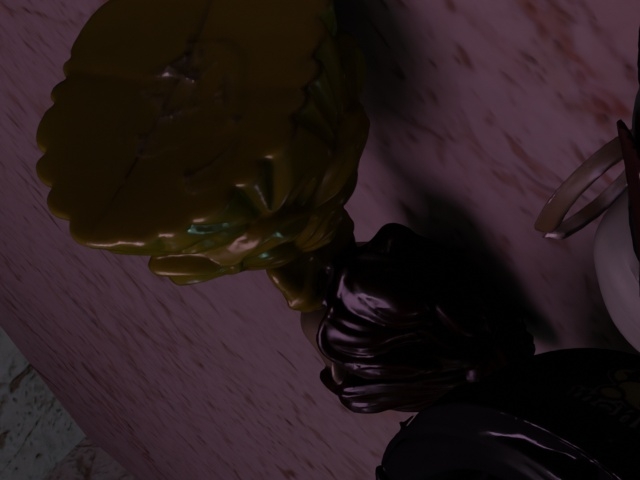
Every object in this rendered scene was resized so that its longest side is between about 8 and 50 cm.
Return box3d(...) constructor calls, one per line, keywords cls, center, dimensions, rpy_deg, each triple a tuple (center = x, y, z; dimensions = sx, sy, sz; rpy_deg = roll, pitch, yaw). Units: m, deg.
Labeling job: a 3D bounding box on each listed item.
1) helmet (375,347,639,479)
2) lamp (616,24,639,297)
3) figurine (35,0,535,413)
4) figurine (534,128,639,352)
box3d(cls="helmet", center=(0.159, 0.147, 0.916), dimensions=(0.230, 0.160, 0.279), rpy_deg=(36, 147, 26))
box3d(cls="lamp", center=(0.177, -0.018, 0.360), dimensions=(0.233, 0.233, 0.265), rpy_deg=(33, 177, 36))
box3d(cls="figurine", center=(-0.004, 0.000, 0.972), dimensions=(0.315, 0.168, 0.187), rpy_deg=(50, -152, -48))
box3d(cls="figurine", center=(0.155, 0.022, 0.710), dimensions=(0.154, 0.132, 0.132), rpy_deg=(51, 167, 21))
